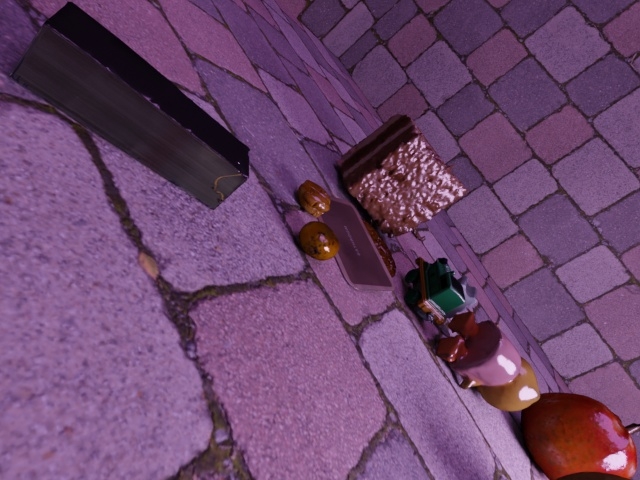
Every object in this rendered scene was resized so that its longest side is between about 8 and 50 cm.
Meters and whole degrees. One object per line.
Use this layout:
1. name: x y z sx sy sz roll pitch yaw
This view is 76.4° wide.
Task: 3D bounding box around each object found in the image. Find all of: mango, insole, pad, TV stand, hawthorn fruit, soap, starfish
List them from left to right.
1. TV stand: -0.216 -0.156 0.519 0.269 0.082 0.088 37 26 -37
2. mango: 0.000 0.000 0.756 0.079 0.057 0.114 51 14 5
3. pad: 0.070 -0.002 0.919 0.176 0.002 0.266 10 47 -45
4. starfish: 0.370 -0.033 1.571 0.091 0.028 0.078 54 16 8
5. insole: 0.299 0.197 1.119 0.193 0.006 0.065 45 24 -18
6. soap: 0.382 0.165 1.167 0.067 0.119 0.198 57 19 11
7. hawthorn fruit: 0.703 0.511 1.074 0.254 0.300 0.254 45 24 -27

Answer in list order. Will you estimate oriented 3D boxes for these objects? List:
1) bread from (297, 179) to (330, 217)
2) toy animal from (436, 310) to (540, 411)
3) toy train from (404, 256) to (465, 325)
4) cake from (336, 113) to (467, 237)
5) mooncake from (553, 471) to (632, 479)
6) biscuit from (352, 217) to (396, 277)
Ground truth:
1. bread: -0.014 -0.089 0.862 0.081 0.046 0.083 46 28 -1
2. toy animal: 0.429 0.313 1.004 0.281 0.169 0.195 50 64 -21
3. toy train: 0.293 0.118 1.039 0.091 0.136 0.228 43 33 -18
4. cake: 0.227 -0.200 1.199 0.256 0.282 0.290 45 21 -28
5. mooncake: 0.464 0.499 0.682 0.235 0.234 0.117 45 23 -20
6. biscuit: 0.133 0.014 1.030 0.188 0.027 0.188 43 25 -26
